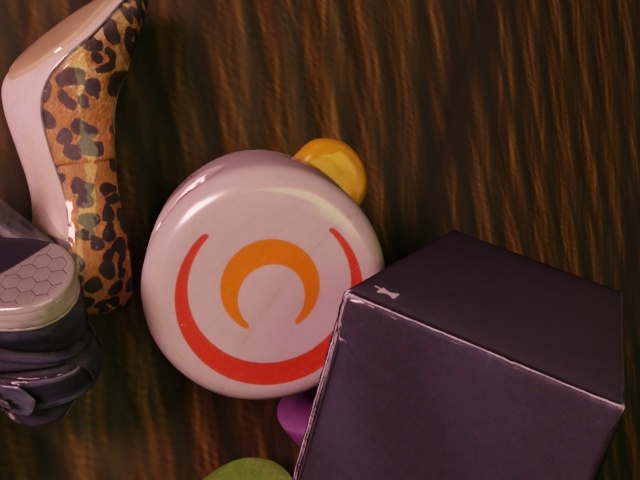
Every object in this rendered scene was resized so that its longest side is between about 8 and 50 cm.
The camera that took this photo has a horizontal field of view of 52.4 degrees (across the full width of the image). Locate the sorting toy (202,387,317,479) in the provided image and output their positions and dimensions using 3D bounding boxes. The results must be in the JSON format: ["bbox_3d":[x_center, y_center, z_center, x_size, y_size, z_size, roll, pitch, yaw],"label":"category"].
[{"bbox_3d":[-0.067,0.305,0.587,0.366,0.127,0.126,-53,132,-32],"label":"sorting toy"}]

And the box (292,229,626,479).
[{"bbox_3d":[0.111,0.172,0.530,0.296,0.182,0.294,-20,127,-64],"label":"box"}]

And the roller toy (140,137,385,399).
[{"bbox_3d":[-0.051,0.020,0.556,0.191,0.146,0.210,-2,105,-9],"label":"roller toy"}]

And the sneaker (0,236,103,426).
[{"bbox_3d":[-0.269,0.061,0.476,0.226,0.163,0.086,12,51,8],"label":"sneaker"}]

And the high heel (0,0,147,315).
[{"bbox_3d":[-0.180,-0.075,0.552,0.186,0.093,0.261,50,56,-39],"label":"high heel"}]
